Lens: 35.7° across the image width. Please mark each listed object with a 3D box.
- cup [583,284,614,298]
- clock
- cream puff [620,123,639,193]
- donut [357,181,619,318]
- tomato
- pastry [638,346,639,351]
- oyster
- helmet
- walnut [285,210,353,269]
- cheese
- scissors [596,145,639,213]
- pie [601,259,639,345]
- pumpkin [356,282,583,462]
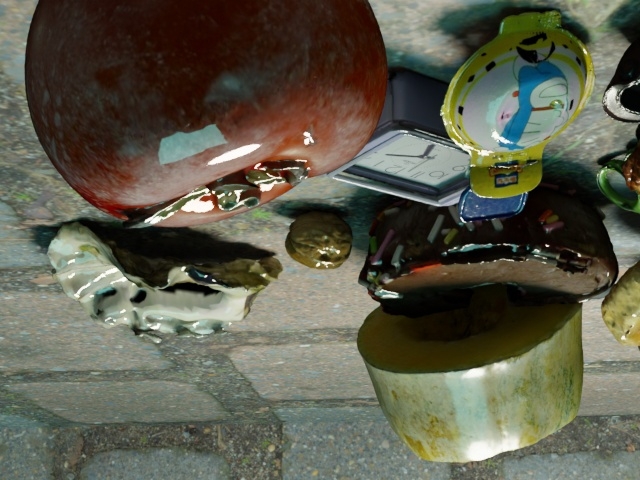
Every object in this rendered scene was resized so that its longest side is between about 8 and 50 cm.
[{"bbox_3d":[0.410,0.046,1.528,0.077,0.078,0.100,6,130,-33],"label":"cup"},{"bbox_3d":[0.108,-0.104,1.072,0.193,0.073,0.144,12,157,-33],"label":"clock"},{"bbox_3d":[0.433,-0.080,1.014,0.240,0.164,0.240,3,170,0],"label":"cream puff"},{"bbox_3d":[0.203,0.011,1.320,0.345,0.136,0.259,-12,156,28],"label":"donut"},{"bbox_3d":[-0.091,-0.134,0.750,0.270,0.227,0.270,-16,173,-2],"label":"tomato"},{"bbox_3d":[0.647,0.173,1.537,0.329,0.330,0.136,-6,152,16],"label":"pastry"},{"bbox_3d":[-0.229,0.060,1.499,0.351,0.115,0.238,-1,153,-12],"label":"oyster"},{"bbox_3d":[0.323,-0.160,0.919,0.098,0.070,0.123,23,157,-37],"label":"helmet"},{"bbox_3d":[0.000,0.000,1.369,0.096,0.083,0.079,9,131,-21],"label":"walnut"},{"bbox_3d":[0.188,-0.111,0.968,0.156,0.064,0.250,-8,137,-10],"label":"cheese"},{"bbox_3d":[0.417,-0.020,1.182,0.027,0.204,0.101,-38,-179,-29],"label":"scissors"},{"bbox_3d":[0.530,0.040,1.347,0.339,0.083,0.339,-23,159,-9],"label":"pie"},{"bbox_3d":[0.238,0.185,1.454,0.332,0.199,0.332,-18,-162,6],"label":"pumpkin"}]
